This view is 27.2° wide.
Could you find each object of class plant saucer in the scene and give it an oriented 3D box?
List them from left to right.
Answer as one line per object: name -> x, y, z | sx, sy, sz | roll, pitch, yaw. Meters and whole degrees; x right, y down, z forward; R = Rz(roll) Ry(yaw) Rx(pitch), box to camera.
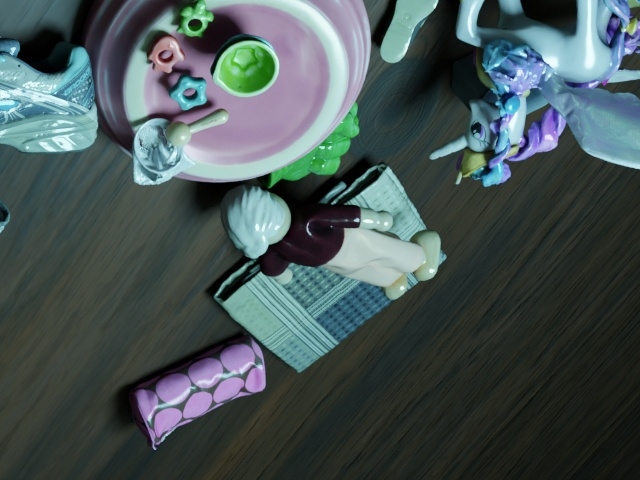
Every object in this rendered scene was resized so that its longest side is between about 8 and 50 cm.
plant saucer -> -0.099, -0.191, 1.478 | 0.332, 0.084, 0.332 | -8, 130, -10

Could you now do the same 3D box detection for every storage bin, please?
storage bin -> 0.252, -0.222, 1.859 | 0.135, 0.091, 0.098 | -26, 143, -18

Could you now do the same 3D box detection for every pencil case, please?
pencil case -> -0.177, 0.222, 1.945 | 0.209, 0.095, 0.098 | -24, 107, -19

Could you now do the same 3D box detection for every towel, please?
towel -> 0.020, 0.043, 1.979 | 0.312, 0.056, 0.324 | -38, 147, 1

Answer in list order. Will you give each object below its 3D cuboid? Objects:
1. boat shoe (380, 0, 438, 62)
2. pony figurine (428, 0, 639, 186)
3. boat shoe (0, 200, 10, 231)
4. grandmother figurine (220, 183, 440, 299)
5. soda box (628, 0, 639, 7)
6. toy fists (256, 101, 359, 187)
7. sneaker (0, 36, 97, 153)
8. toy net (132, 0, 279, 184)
boat shoe -> 0.116, -0.293, 1.699 | 0.137, 0.049, 0.043 | -63, -178, 25
pony figurine -> 0.320, -0.234, 1.686 | 0.351, 0.303, 0.363 | 1, 117, 2
boat shoe -> -0.428, -0.028, 1.364 | 0.105, 0.113, 0.306 | -36, 159, 13
grandmother figurine -> 0.000, 0.000, 1.783 | 0.342, 0.104, 0.208 | 19, 130, -43
soda box -> 0.471, -0.381, 1.915 | 0.181, 0.061, 0.058 | -16, 138, -31
toy fists -> -0.019, -0.183, 1.645 | 0.142, 0.096, 0.279 | -27, 142, -20
sneaker -> -0.364, -0.155, 1.371 | 0.283, 0.110, 0.122 | -11, 118, -39
toy net -> -0.148, -0.141, 1.418 | 0.122, 0.045, 0.232 | 22, 120, -31
